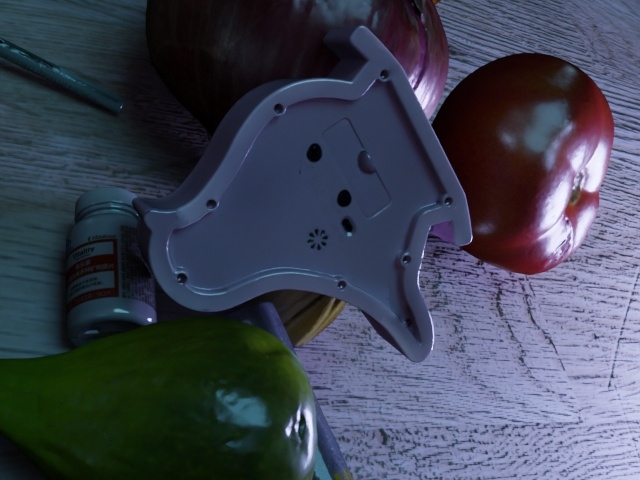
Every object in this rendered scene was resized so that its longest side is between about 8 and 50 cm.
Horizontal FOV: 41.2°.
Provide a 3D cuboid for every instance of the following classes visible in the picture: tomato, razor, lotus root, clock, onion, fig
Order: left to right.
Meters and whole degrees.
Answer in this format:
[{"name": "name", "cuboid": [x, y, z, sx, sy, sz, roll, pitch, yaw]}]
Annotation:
[{"name": "razor", "cuboid": [-0.299, -0.182, 0.872, 0.211, 0.036, 0.084, 20, 51, -28]}, {"name": "fig", "cuboid": [-0.147, 0.147, 0.662, 0.275, 0.206, 0.206, 12, 51, -16]}, {"name": "lotus root", "cuboid": [-0.034, 0.030, 0.885, 0.159, 0.135, 0.095, 45, 38, -24]}, {"name": "onion", "cuboid": [-0.024, -0.226, 0.939, 0.353, 0.353, 0.354, 22, 47, -27]}, {"name": "clock", "cuboid": [0.000, 0.000, 0.770, 0.275, 0.080, 0.290, -38, 112, -10]}, {"name": "tomato", "cuboid": [0.256, -0.109, 1.141, 0.226, 0.299, 0.298, 23, 27, 36]}]

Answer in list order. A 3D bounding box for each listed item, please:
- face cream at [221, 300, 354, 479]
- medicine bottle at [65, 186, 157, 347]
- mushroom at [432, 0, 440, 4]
[{"name": "face cream", "cuboid": [-0.022, 0.194, 0.793, 0.073, 0.073, 0.284, -8, 66, -44]}, {"name": "medicine bottle", "cuboid": [-0.191, 0.025, 0.773, 0.079, 0.079, 0.140, 13, 52, -33]}, {"name": "mushroom", "cuboid": [0.079, -0.502, 1.340, 0.345, 0.259, 0.346, 3, 81, -23]}]
